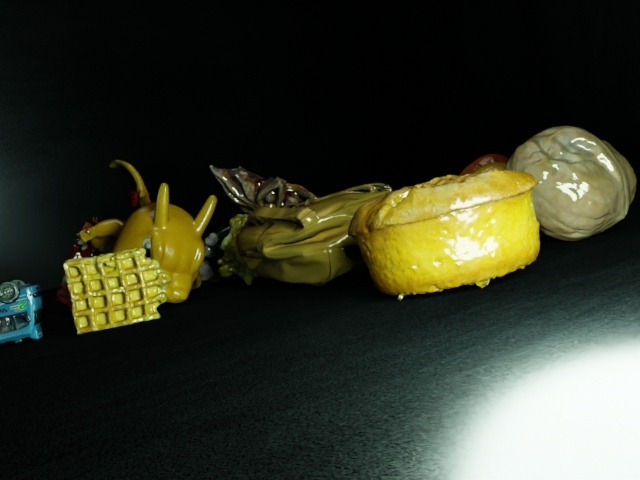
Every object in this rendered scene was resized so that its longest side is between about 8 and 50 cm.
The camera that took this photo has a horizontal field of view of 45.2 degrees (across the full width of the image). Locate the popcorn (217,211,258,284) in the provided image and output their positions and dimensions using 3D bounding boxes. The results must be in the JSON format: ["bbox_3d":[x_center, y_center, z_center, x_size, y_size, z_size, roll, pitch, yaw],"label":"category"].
[{"bbox_3d":[-0.172,0.018,1.949,0.188,0.167,0.185,-19,-13,-45],"label":"popcorn"}]

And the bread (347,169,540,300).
[{"bbox_3d":[0.199,-0.005,1.286,0.340,0.194,0.179,-11,9,19],"label":"bread"}]

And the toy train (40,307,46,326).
[{"bbox_3d":[-0.745,0.200,1.827,0.081,0.060,0.202,1,10,37],"label":"toy train"}]

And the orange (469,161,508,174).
[{"bbox_3d":[0.429,-0.090,1.853,0.206,0.206,0.206,-11,4,1],"label":"orange"}]

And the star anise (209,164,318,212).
[{"bbox_3d":[-0.125,-0.112,2.032,0.350,0.108,0.292,15,-7,33],"label":"star anise"}]

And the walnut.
[{"bbox_3d":[0.537,-0.122,1.654,0.227,0.273,0.273,-56,-13,19],"label":"walnut"}]

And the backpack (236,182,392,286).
[{"bbox_3d":[0.000,-0.007,1.731,0.354,0.201,0.378,-15,8,-40],"label":"backpack"}]

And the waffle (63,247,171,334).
[{"bbox_3d":[-0.422,0.099,1.629,0.211,0.160,0.055,-12,3,-9],"label":"waffle"}]

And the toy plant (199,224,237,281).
[{"bbox_3d":[-0.242,0.030,2.161,0.233,0.112,0.243,-15,-36,-36],"label":"toy plant"}]

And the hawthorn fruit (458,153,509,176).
[{"bbox_3d":[0.514,-0.131,2.266,0.224,0.224,0.261,-10,-17,14],"label":"hawthorn fruit"}]

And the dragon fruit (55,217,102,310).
[{"bbox_3d":[-0.618,0.086,2.111,0.161,0.274,0.126,20,5,-17],"label":"dragon fruit"}]

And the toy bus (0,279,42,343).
[{"bbox_3d":[-0.723,0.168,1.648,0.247,0.134,0.113,-12,2,-11],"label":"toy bus"}]

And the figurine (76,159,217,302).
[{"bbox_3d":[-0.445,-0.008,1.939,0.268,0.400,0.387,-28,16,-36],"label":"figurine"}]
